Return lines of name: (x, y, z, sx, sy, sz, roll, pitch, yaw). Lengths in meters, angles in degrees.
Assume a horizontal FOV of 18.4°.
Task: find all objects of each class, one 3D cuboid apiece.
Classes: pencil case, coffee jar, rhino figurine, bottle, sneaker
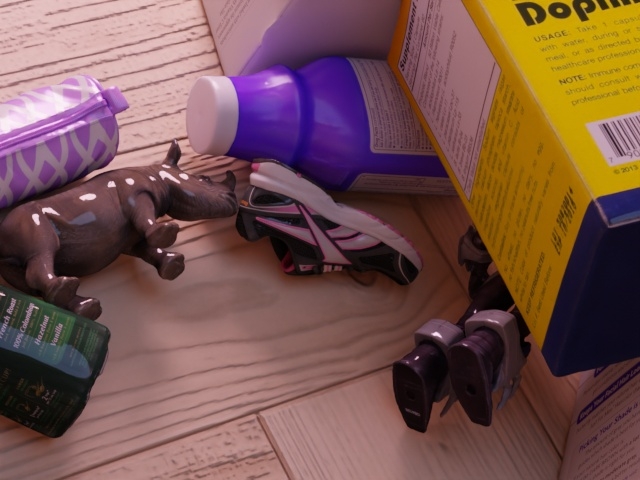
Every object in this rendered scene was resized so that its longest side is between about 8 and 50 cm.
pencil case: (-0.252, -0.067, 1.535, 0.206, 0.088, 0.086, -27, 77, -39)
coffee jar: (-0.253, 0.070, 1.438, 0.184, 0.096, 0.079, 25, 53, -13)
rhino figurine: (-0.155, -0.016, 1.560, 0.106, 0.073, 0.243, 36, 44, 27)
bottle: (0.024, -0.100, 1.705, 0.282, 0.092, 0.118, 1, 59, -28)
sneaker: (0.000, 0.000, 1.652, 0.178, 0.072, 0.077, 29, 88, -23)

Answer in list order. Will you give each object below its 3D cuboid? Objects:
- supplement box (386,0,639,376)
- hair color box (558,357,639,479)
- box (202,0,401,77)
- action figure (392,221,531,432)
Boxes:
supplement box: (0.215, -0.105, 1.561, 0.195, 0.194, 0.357, -13, 55, -17)
hair color box: (0.289, 0.152, 1.622, 0.110, 0.185, 0.339, 26, 51, -11)
box: (0.017, -0.227, 1.726, 0.182, 0.181, 0.119, -2, 61, -30)
action figure: (0.173, 0.041, 1.651, 0.285, 0.185, 0.099, -44, 125, -35)
